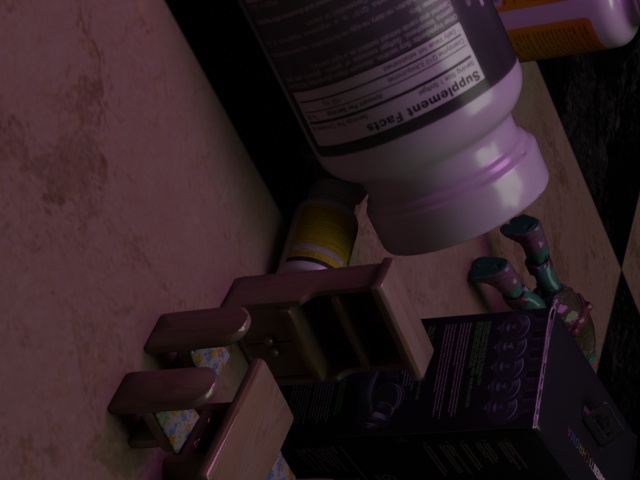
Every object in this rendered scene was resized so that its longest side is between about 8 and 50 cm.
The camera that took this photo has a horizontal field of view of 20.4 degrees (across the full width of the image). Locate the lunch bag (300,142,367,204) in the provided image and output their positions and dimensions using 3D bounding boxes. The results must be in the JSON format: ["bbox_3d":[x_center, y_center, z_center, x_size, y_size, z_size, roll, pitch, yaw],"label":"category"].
[{"bbox_3d":[0.025,-0.085,1.764,0.083,0.053,0.071,-57,131,-37],"label":"lunch bag"}]

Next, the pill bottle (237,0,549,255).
[{"bbox_3d":[0.058,-0.182,1.626,0.363,0.210,0.210,63,33,-16],"label":"pill bottle"}]

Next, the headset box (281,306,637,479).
[{"bbox_3d":[0.140,0.187,1.675,0.246,0.283,0.131,52,41,-43],"label":"headset box"}]

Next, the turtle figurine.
[{"bbox_3d":[0.268,0.094,2.124,0.234,0.118,0.175,60,35,-27],"label":"turtle figurine"}]

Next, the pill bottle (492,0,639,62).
[{"bbox_3d":[0.298,-0.288,2.110,0.136,0.246,0.136,20,67,-59],"label":"pill bottle"}]

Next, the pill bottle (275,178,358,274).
[{"bbox_3d":[0.000,0.000,1.683,0.065,0.065,0.116,55,39,-42],"label":"pill bottle"}]

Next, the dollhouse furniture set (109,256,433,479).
[{"bbox_3d":[-0.025,0.137,1.504,0.212,0.161,0.242,65,33,-31],"label":"dollhouse furniture set"}]
